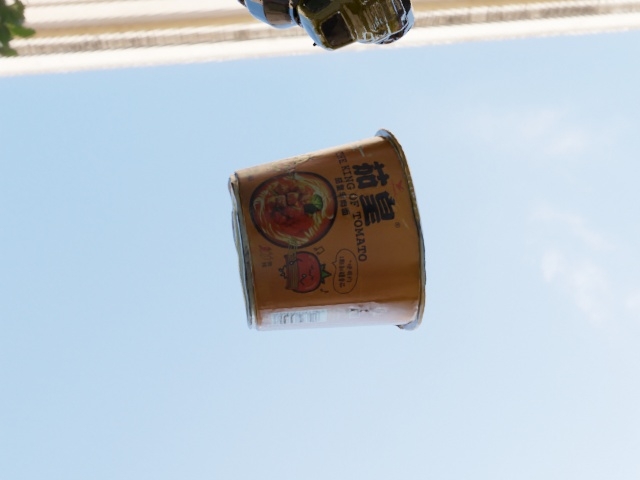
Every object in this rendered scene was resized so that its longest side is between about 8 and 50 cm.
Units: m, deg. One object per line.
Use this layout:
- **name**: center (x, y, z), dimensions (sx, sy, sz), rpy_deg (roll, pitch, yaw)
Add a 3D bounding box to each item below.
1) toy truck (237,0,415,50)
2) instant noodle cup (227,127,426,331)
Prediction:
- **toy truck**: center (-0.002, -0.308, 0.970), dimensions (0.165, 0.147, 0.224), rpy_deg (-37, -129, -1)
- **instant noodle cup**: center (0.000, 0.000, 0.817), dimensions (0.173, 0.215, 0.215), rpy_deg (-8, -114, -8)
